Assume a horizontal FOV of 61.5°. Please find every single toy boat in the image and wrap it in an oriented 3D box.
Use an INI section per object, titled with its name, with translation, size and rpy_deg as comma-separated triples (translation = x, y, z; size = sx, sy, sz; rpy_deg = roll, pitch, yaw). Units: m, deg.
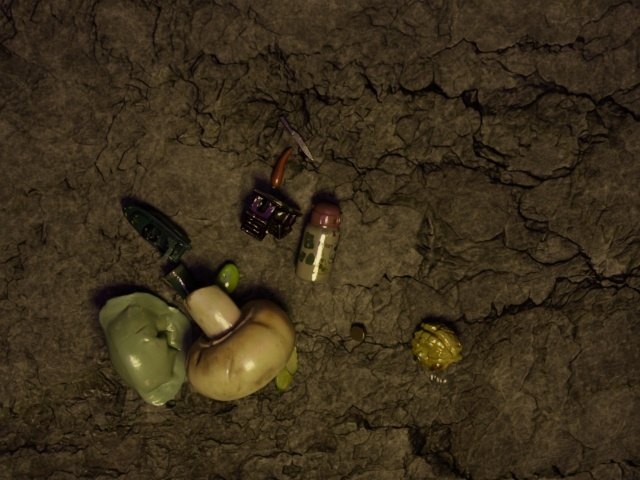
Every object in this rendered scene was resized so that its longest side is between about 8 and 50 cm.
[toy boat]
translation = -0.513, -0.030, 1.667
size = 0.246, 0.103, 0.093
rpy_deg = 41, 122, -7

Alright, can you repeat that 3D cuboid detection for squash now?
[squash]
translation = -0.117, 0.442, 1.822
size = 0.075, 0.090, 0.200
rpy_deg = 7, 110, 3

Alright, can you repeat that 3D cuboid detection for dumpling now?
[dumpling]
translation = -0.567, 0.330, 1.711
size = 0.212, 0.270, 0.320
rpy_deg = 4, 130, 17

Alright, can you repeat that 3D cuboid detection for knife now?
[knife]
translation = -0.072, -0.318, 1.670
size = 0.023, 0.010, 0.170
rpy_deg = -34, 105, 11

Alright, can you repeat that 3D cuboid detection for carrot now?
[carrot]
translation = -0.124, -0.225, 1.678
size = 0.035, 0.035, 0.142
rpy_deg = 21, 97, -9

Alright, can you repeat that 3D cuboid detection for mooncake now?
[mooncake]
translation = 0.258, 0.377, 1.769
size = 0.347, 0.057, 0.150
rpy_deg = 41, 124, 7

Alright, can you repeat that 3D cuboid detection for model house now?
[model house]
translation = -0.161, -0.064, 1.676
size = 0.165, 0.106, 0.152
rpy_deg = 31, 98, -6

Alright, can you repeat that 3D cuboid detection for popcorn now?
[popcorn]
translation = 0.380, 0.357, 1.805
size = 0.174, 0.142, 0.173
rpy_deg = 9, 127, 13

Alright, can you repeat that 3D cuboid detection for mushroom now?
[mushroom]
translation = -0.253, 0.310, 1.675
size = 0.325, 0.353, 0.353
rpy_deg = 0, 109, -49

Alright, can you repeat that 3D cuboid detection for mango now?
[mango]
translation = -0.302, 0.124, 1.738
size = 0.073, 0.056, 0.108
rpy_deg = 18, 99, -14

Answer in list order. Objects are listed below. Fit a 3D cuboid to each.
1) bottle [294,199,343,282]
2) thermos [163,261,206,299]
[bottle]
translation = 0.000, 0.000, 1.696
size = 0.121, 0.120, 0.253
rpy_deg = 12, 104, -7
[thermos]
translation = -0.415, 0.161, 1.735
size = 0.083, 0.073, 0.187
rpy_deg = -40, 105, -16
